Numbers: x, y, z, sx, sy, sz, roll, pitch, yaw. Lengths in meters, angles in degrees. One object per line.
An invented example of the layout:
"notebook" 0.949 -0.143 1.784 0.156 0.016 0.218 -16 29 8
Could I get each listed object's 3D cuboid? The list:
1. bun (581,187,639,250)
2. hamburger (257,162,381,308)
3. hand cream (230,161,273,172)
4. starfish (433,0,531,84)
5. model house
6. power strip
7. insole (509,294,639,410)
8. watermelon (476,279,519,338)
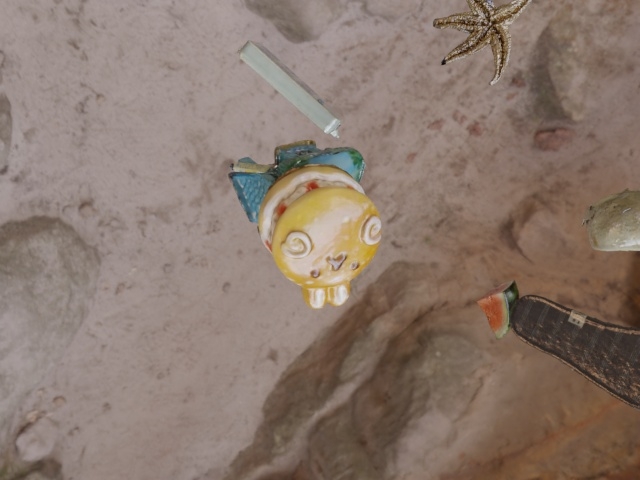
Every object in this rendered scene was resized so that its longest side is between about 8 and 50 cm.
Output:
"bun" 0.710 -0.048 1.435 0.239 0.239 0.142 -1 87 -35
"hamburger" 0.000 0.000 1.424 0.260 0.186 0.303 0 127 -25
"hand cream" -0.160 -0.166 1.471 0.035 0.102 0.022 -54 143 -51
"starfish" 0.329 -0.421 1.244 0.238 0.213 0.057 -29 179 21
"model house" -0.067 -0.171 1.615 0.261 0.241 0.226 -16 132 -37
"power strip" -0.056 -0.312 1.321 0.270 0.118 0.046 42 102 -3
"insole" 0.397 0.152 0.886 0.012 0.309 0.110 12 101 -44
"watermelon" 0.580 0.218 2.017 0.137 0.145 0.193 -29 175 18
